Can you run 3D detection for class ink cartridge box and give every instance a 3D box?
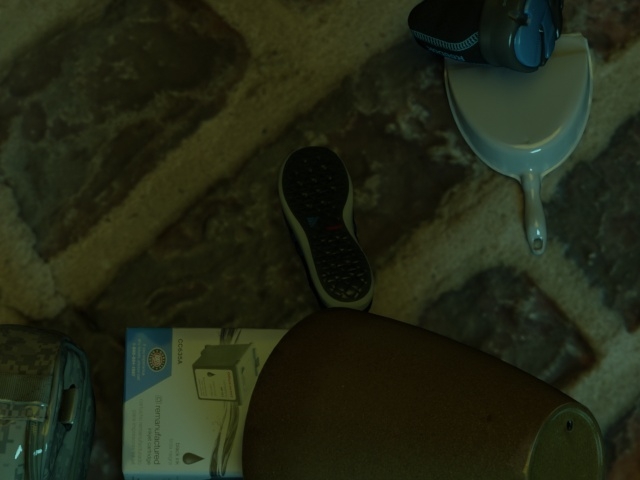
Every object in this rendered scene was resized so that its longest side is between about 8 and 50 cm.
[{"bbox_3d":[-0.087,0.154,1.544,0.190,0.082,0.140,0,76,-3],"label":"ink cartridge box"}]

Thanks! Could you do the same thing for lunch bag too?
[{"bbox_3d":[-0.353,0.152,1.420,0.305,0.256,0.213,8,65,-1],"label":"lunch bag"}]

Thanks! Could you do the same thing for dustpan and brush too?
[{"bbox_3d":[0.205,-0.093,1.647,0.147,0.060,0.211,-6,70,6],"label":"dustpan and brush"}]

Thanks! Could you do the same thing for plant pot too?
[{"bbox_3d":[0.104,0.185,1.415,0.254,0.237,0.237,4,70,41],"label":"plant pot"}]

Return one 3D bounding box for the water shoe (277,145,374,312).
[{"bbox_3d":[0.000,0.000,1.597,0.072,0.080,0.203,-6,52,-9],"label":"water shoe"}]

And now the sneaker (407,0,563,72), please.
[{"bbox_3d":[0.196,-0.320,1.660,0.139,0.125,0.341,8,57,30],"label":"sneaker"}]
